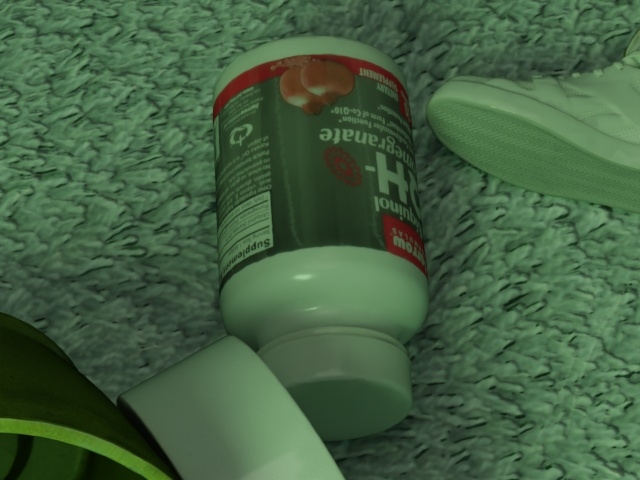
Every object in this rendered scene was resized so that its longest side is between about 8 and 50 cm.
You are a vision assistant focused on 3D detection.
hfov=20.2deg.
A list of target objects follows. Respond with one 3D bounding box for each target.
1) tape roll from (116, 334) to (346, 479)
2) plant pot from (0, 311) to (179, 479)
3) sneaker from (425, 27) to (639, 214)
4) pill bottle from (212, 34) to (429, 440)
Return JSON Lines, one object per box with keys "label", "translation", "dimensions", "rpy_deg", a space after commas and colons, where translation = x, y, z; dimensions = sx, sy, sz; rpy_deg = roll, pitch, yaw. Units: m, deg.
{"label": "tape roll", "translation": [-0.042, 0.216, 1.344], "dimensions": [0.100, 0.286, 0.286], "rpy_deg": [-28, 64, -14]}
{"label": "plant pot", "translation": [-0.262, 0.219, 1.288], "dimensions": [0.367, 0.366, 0.353], "rpy_deg": [-17, 23, -8]}
{"label": "sneaker", "translation": [0.251, -0.128, 1.635], "dimensions": [0.293, 0.108, 0.169], "rpy_deg": [17, 61, 0]}
{"label": "pill bottle", "translation": [0.000, 0.000, 1.524], "dimensions": [0.176, 0.176, 0.318], "rpy_deg": [-4, 61, 0]}
